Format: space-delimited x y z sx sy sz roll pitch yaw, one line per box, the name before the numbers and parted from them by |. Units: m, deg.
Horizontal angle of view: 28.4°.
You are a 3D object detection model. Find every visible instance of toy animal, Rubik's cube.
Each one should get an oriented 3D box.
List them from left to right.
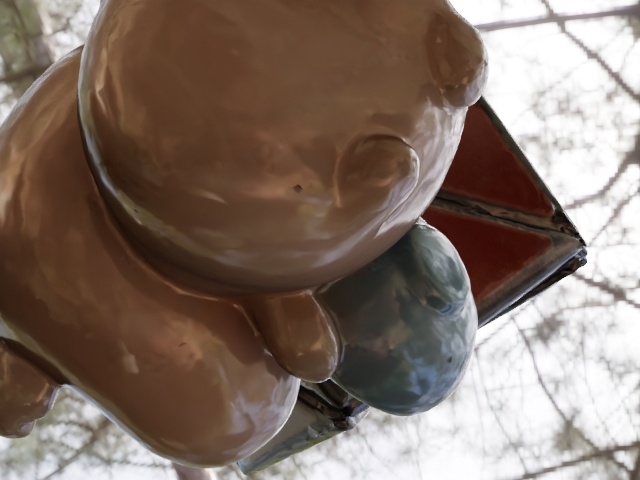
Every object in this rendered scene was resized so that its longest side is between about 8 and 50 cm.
toy animal | -0.047 -0.027 0.541 0.230 0.221 0.210 13 -131 20
Rubik's cube | 0.000 0.000 1.146 0.305 0.310 0.307 -34 -94 -27
